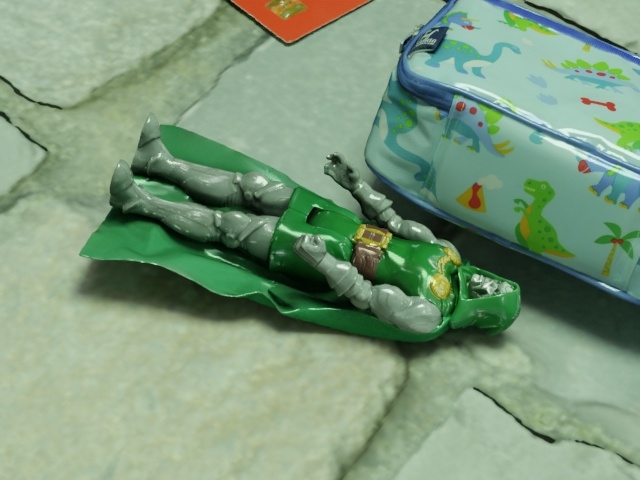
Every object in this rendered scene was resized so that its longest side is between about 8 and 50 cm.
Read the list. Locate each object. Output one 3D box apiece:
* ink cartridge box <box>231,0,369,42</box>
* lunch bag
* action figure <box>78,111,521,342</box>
[{"bbox_3d":[-0.039,-0.245,1.329,0.232,0.066,0.189,35,48,27],"label":"ink cartridge box"},{"bbox_3d":[0.145,-0.059,1.141,0.219,0.090,0.176,25,29,10],"label":"lunch bag"},{"bbox_3d":[0.000,0.000,1.090,0.232,0.063,0.137,20,42,3],"label":"action figure"}]
